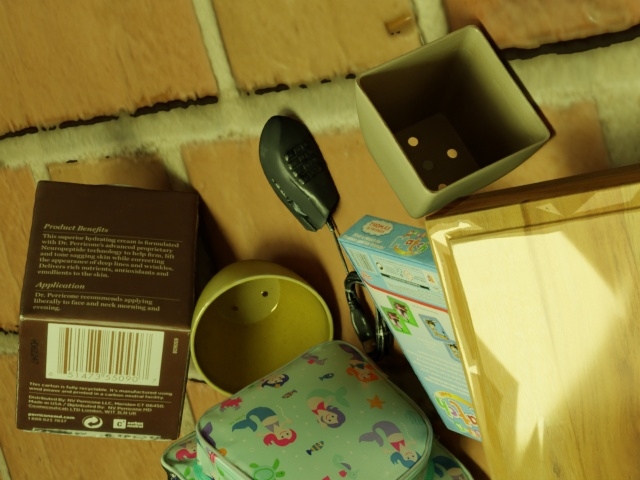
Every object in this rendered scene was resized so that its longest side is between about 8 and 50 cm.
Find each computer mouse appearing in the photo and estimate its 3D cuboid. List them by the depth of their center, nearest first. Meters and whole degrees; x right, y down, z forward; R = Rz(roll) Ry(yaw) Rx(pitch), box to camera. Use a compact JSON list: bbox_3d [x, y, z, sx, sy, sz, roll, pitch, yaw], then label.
[{"bbox_3d":[0.000,0.000,1.519,0.071,0.041,0.242,-35,79,58],"label":"computer mouse"}]

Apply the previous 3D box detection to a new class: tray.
[{"bbox_3d":[0.221,0.158,1.142,0.203,0.076,0.410,-10,102,29],"label":"tray"}]

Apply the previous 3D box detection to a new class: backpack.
[{"bbox_3d":[0.011,0.228,1.467,0.253,0.225,0.191,45,147,28],"label":"backpack"}]

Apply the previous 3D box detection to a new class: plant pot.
[{"bbox_3d":[0.090,-0.078,1.272,0.109,0.109,0.096,59,160,16],"label":"plant pot"},{"bbox_3d":[-0.063,0.070,1.597,0.095,0.134,0.134,-115,19,-60],"label":"plant pot"}]

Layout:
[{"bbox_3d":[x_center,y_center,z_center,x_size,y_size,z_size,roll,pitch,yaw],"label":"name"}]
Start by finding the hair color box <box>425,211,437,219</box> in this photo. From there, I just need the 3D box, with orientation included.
[{"bbox_3d":[0.144,0.018,1.297,0.141,0.043,0.072,18,123,54],"label":"hair color box"}]

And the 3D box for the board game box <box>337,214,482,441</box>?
[{"bbox_3d":[0.116,0.082,1.319,0.160,0.039,0.211,16,141,54],"label":"board game box"}]

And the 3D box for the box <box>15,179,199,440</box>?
[{"bbox_3d":[-0.213,0.070,1.699,0.203,0.169,0.167,-91,8,-47],"label":"box"}]
